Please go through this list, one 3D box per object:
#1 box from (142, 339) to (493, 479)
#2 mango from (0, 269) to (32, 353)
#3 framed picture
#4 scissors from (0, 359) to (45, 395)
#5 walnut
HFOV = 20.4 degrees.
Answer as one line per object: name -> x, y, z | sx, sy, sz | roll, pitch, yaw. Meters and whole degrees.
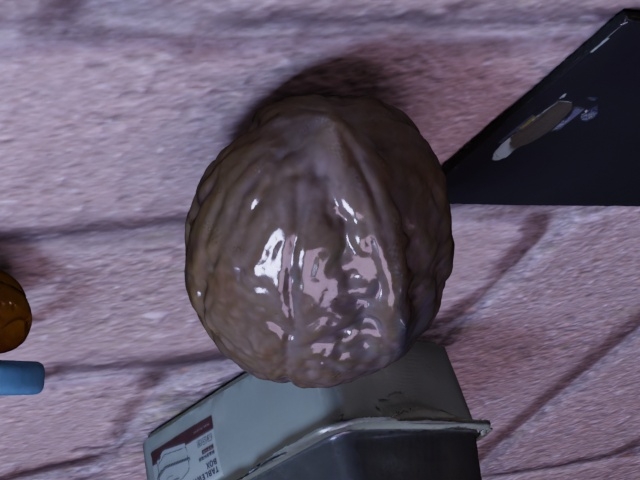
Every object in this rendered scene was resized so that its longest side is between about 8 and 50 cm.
box -> -0.006, 0.206, 1.588 | 0.220, 0.166, 0.290 | 6, 149, -45
mango -> -0.236, 0.044, 1.183 | 0.077, 0.063, 0.127 | 3, 174, 30
framed picture -> 0.259, -0.085, 1.302 | 0.324, 0.013, 0.244 | 1, 151, -36
scissors -> -0.337, 0.082, 1.083 | 0.192, 0.029, 0.447 | -2, 174, 19
walnut -> -0.001, -0.002, 1.123 | 0.178, 0.178, 0.230 | -12, 145, -13
